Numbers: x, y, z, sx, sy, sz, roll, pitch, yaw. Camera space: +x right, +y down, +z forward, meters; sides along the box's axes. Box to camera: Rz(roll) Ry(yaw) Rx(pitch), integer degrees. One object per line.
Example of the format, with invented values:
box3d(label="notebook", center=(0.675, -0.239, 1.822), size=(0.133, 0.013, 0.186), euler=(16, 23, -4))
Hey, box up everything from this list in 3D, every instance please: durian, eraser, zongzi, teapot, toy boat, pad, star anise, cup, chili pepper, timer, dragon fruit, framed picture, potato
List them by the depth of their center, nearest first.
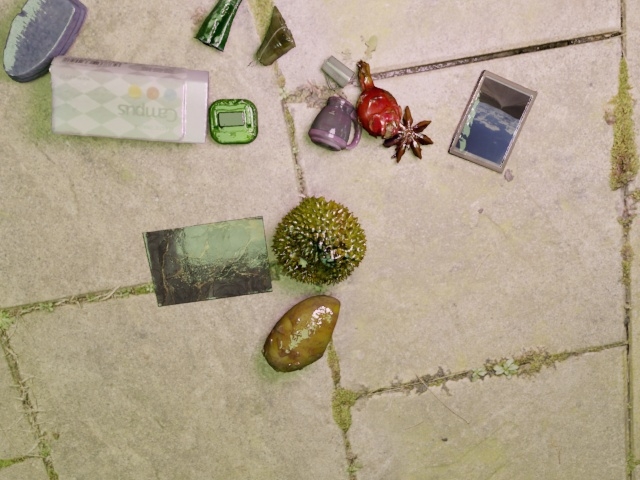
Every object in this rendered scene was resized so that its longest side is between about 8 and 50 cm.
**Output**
box3d(label="toy boat", center=(-0.746, -0.540, 1.336), size=(0.127, 0.078, 0.283), euler=(38, 98, -15))
box3d(label="chili pepper", center=(-0.257, -0.632, 1.355), size=(0.088, 0.059, 0.227), euler=(26, 99, -5))
box3d(label="eraser", center=(-0.508, -0.380, 1.360), size=(0.396, 0.082, 0.213), euler=(2, 98, -11))
box3d(label="zongzi", center=(-0.155, -0.556, 1.393), size=(0.154, 0.062, 0.130), euler=(-29, 83, 20))
box3d(label="dragon fruit", center=(0.149, -0.395, 1.400), size=(0.125, 0.125, 0.246), euler=(-17, 83, -32))
box3d(label="teapot", center=(0.052, -0.329, 1.421), size=(0.148, 0.116, 0.146), euler=(20, 90, -3))
box3d(label="cup", center=(0.045, -0.473, 1.421), size=(0.083, 0.075, 0.054), euler=(37, 62, -8))
box3d(label="timer", center=(-0.248, -0.339, 1.431), size=(0.140, 0.047, 0.128), euler=(-2, 103, -3))
box3d(label="durian", center=(0.001, -0.003, 1.451), size=(0.291, 0.225, 0.291), euler=(15, 131, 18))
box3d(label="star anise", center=(0.254, -0.309, 1.464), size=(0.167, 0.057, 0.168), euler=(0, 104, 2))
box3d(label="framed picture", center=(0.510, -0.350, 1.491), size=(0.189, 0.023, 0.260), euler=(20, 101, -11))
box3d(label="pad", center=(-0.343, 0.067, 1.547), size=(0.367, 0.007, 0.248), euler=(-7, 104, -2))
box3d(label="potato", center=(-0.050, 0.289, 1.551), size=(0.298, 0.141, 0.176), euler=(-44, 111, 8))
